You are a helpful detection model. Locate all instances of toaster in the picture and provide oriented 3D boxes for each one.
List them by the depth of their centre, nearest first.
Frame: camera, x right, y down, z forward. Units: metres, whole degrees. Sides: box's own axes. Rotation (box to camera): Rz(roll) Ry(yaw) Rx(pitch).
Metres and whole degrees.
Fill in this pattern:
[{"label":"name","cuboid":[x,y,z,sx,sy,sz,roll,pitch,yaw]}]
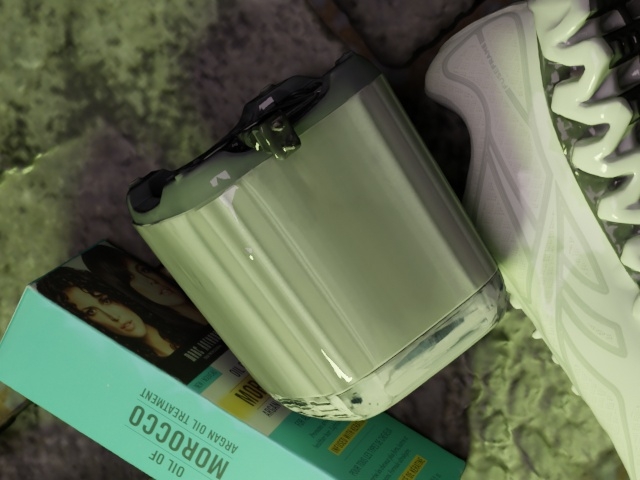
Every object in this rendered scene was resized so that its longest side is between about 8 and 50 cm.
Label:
[{"label":"toaster","cuboid":[0.000,0.000,0.965,0.129,0.227,0.146,-37,98,-14]}]

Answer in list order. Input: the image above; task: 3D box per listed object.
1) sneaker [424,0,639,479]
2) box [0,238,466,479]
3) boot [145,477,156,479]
[{"label":"sneaker","cuboid":[0.139,0.016,0.983,0.118,0.110,0.292,-16,90,29]},{"label":"box","cuboid":[-0.048,0.096,1.058,0.244,0.100,0.060,31,112,8]},{"label":"boot","cuboid":[-0.126,0.234,1.107,0.246,0.083,0.161,-23,80,21]}]
